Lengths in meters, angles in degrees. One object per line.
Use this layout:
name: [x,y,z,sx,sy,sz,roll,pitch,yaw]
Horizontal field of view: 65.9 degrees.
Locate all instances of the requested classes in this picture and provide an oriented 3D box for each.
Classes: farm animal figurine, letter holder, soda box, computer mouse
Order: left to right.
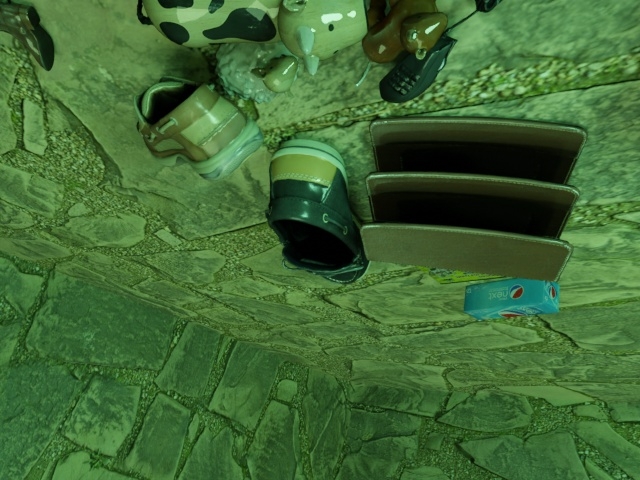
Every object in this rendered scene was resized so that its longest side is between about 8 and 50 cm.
farm animal figurine: [-0.039,-0.245,0.440,0.327,0.172,0.330,-1,153,30]
computer mouse: [0.151,-0.217,0.530,0.041,0.071,0.242,58,143,-1]
letter holder: [0.218,-0.064,0.743,0.302,0.151,0.214,6,154,15]
soda box: [0.446,0.138,1.166,0.067,0.071,0.210,28,152,-30]

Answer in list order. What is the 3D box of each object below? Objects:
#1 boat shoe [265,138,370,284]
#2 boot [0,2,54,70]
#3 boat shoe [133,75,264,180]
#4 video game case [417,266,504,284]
boat shoe: [0.000,0.000,0.994,0.187,0.155,0.500,5,157,13]
boot: [-0.451,-0.298,0.703,0.114,0.037,0.106,10,143,-1]
boat shoe: [-0.195,-0.175,0.691,0.324,0.123,0.116,20,155,51]
video game case: [0.304,0.018,1.022,0.275,0.035,0.248,-13,145,44]
